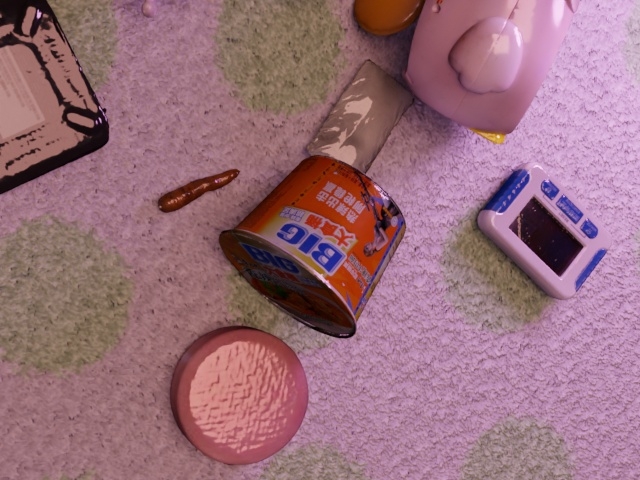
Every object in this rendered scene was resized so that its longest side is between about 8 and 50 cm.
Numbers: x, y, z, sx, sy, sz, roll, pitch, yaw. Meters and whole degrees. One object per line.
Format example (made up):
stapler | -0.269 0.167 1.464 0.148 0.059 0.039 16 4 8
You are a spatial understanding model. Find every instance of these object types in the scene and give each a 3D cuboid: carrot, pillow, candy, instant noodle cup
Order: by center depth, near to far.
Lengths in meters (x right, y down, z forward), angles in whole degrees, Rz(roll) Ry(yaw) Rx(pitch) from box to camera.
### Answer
instant noodle cup | 0.000 0.000 1.701 0.296 0.296 0.214 42 70 -15
candy | -0.145 0.281 1.739 0.255 0.094 0.255 0 90 -20
carrot | -0.216 -0.093 1.744 0.165 0.035 0.035 -28 99 -19
pillow | 0.078 -0.221 1.838 0.128 0.051 0.229 38 77 -18

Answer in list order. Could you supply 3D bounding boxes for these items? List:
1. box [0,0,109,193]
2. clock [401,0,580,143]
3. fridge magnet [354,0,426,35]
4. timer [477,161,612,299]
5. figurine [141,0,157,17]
box | -0.526 -0.239 1.613 0.289 0.073 0.290 -27 99 -17
clock | 0.309 -0.400 1.747 0.250 0.368 0.376 27 113 2
fridge magnet | 0.131 -0.443 1.824 0.143 0.143 0.063 -63 149 -9
timer | 0.446 -0.019 1.954 0.253 0.078 0.178 43 79 -13
figurine | -0.299 -0.578 1.626 0.211 0.253 0.361 -33 94 28
